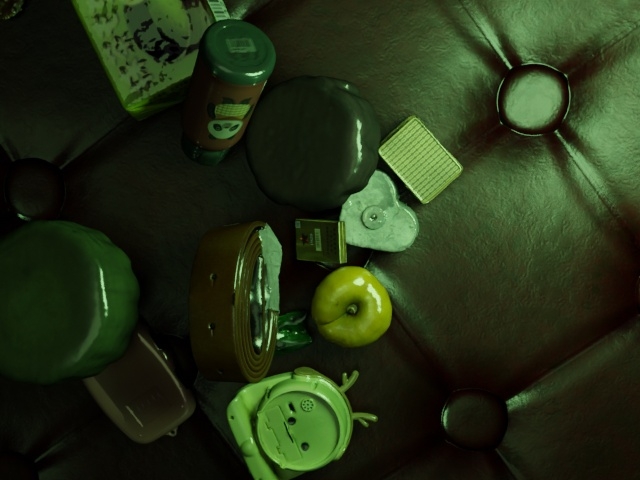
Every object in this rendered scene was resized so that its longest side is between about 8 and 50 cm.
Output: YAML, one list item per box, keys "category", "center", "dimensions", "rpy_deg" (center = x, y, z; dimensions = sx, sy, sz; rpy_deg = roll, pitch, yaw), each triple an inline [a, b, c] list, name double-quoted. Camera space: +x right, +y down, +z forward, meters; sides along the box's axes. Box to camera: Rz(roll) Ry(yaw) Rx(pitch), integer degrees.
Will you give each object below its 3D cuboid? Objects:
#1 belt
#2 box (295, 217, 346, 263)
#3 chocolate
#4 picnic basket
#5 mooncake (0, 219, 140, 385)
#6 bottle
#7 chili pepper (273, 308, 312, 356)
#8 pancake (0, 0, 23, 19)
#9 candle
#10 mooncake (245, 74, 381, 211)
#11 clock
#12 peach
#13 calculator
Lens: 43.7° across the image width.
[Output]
- category: "belt"
  center: [-0.171, 0.126, 1.670]
  dimensions: [0.122, 0.217, 0.339]
  rpy_deg: [-2, 82, 23]
- category: "box"
  center: [0.000, 0.000, 1.703]
  dimensions: [0.133, 0.023, 0.090]
  rpy_deg: [4, 99, 44]
- category: "chocolate"
  center: [-0.339, -0.439, 1.657]
  dimensions: [0.288, 0.137, 0.301]
  rpy_deg: [-24, 96, 10]
- category: "picnic basket"
  center: [0.205, -0.168, 1.662]
  dimensions: [0.115, 0.079, 0.164]
  rpy_deg: [-41, 92, 11]
- category: "mooncake"
  center: [-0.571, 0.133, 1.724]
  dimensions: [0.356, 0.194, 0.357]
  rpy_deg: [-1, 83, 12]
- category: "bottle"
  center: [-0.198, -0.276, 1.591]
  dimensions: [0.144, 0.336, 0.144]
  rpy_deg: [9, 59, -16]
- category: "chili pepper"
  center: [-0.116, 0.225, 1.769]
  dimensions: [0.224, 0.061, 0.098]
  rpy_deg: [-29, 80, 13]
- category: "pancake"
  center: [-0.751, -0.592, 1.724]
  dimensions: [0.212, 0.056, 0.258]
  rpy_deg: [-3, 98, 7]
- category: "candle"
  center: [0.109, -0.051, 1.698]
  dimensions: [0.168, 0.068, 0.192]
  rpy_deg: [-33, 90, 12]
- category: "mooncake"
  center: [-0.011, -0.197, 1.633]
  dimensions: [0.283, 0.141, 0.283]
  rpy_deg: [1, 93, 29]
- category: "clock"
  center: [-0.037, 0.400, 1.768]
  dimensions: [0.308, 0.096, 0.235]
  rpy_deg: [-23, 94, 8]
- category: "peach"
  center: [0.064, 0.145, 1.714]
  dimensions: [0.179, 0.103, 0.179]
  rpy_deg: [2, 100, 9]
- category: "calculator"
  center: [-0.429, 0.315, 1.826]
  dimensions: [0.220, 0.048, 0.330]
  rpy_deg: [-36, 93, 9]
